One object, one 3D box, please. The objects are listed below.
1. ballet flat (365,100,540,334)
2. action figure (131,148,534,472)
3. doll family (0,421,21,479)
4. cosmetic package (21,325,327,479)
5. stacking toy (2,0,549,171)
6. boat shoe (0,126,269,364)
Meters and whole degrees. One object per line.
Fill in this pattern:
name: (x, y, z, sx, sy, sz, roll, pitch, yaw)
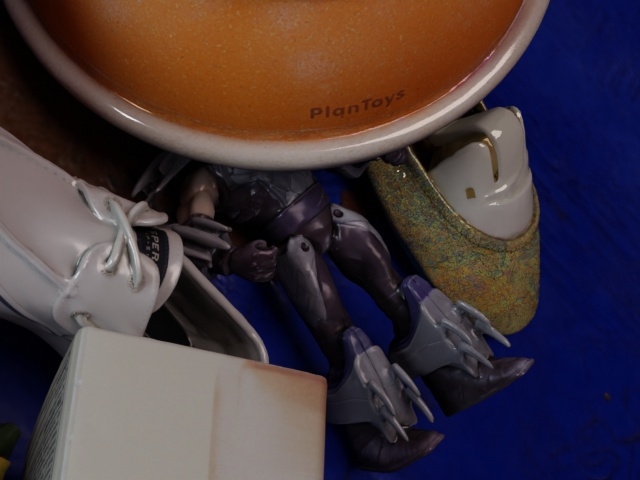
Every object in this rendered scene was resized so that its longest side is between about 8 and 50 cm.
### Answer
ballet flat: (0.074, -0.093, 1.061, 0.123, 0.123, 0.349, -35, 97, -43)
action figure: (0.000, 0.000, 0.973, 0.185, 0.099, 0.285, -39, 95, -30)
doll family: (-0.215, 0.140, 0.749, 0.193, 0.076, 0.111, -37, 99, -32)
cosmetic package: (-0.081, 0.209, 0.701, 0.129, 0.153, 0.296, 13, 57, -15)
stacking toy: (-0.011, -0.279, 0.768, 0.350, 0.480, 0.351, 2, 66, -4)
boat shoe: (-0.114, 0.016, 0.806, 0.267, 0.088, 0.096, 54, 32, -44)
